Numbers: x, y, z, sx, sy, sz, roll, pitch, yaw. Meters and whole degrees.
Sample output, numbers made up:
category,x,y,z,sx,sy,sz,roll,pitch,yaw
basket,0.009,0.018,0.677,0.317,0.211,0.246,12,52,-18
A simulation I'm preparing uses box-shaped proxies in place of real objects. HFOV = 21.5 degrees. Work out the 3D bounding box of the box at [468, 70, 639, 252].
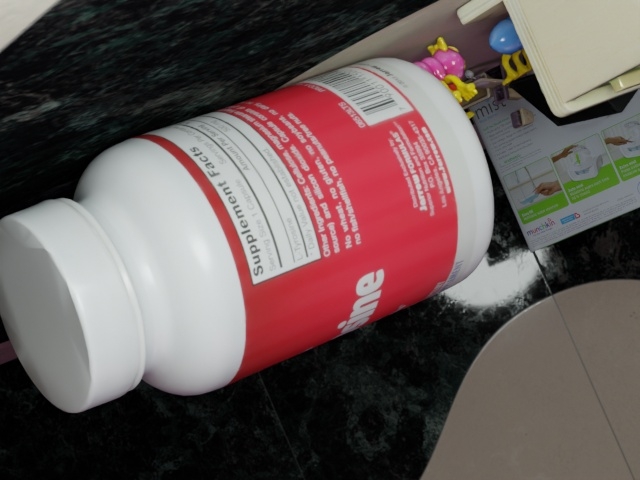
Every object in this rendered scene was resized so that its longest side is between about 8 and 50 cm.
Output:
category,x,y,z,sx,sy,sz,roll,pitch,yaw
box,0.361,-0.141,2.246,0.262,0.231,0.127,-26,175,38

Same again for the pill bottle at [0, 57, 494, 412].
category,x,y,z,sx,sy,sz,roll,pitch,yaw
pill bottle,-0.067,-0.003,1.477,0.408,0.229,0.229,-22,176,-30

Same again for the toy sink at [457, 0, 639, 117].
category,x,y,z,sx,sy,sz,roll,pitch,yaw
toy sink,0.259,-0.198,1.461,0.153,0.131,0.234,-20,176,-39

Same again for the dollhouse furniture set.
category,x,y,z,sx,sy,sz,roll,pitch,yaw
dollhouse furniture set,0.184,-0.166,2.026,0.081,0.091,0.114,-1,166,-38

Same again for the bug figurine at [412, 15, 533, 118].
category,x,y,z,sx,sy,sz,roll,pitch,yaw
bug figurine,0.124,-0.155,1.701,0.216,0.072,0.279,-29,176,-34

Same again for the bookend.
category,x,y,z,sx,sy,sz,roll,pitch,yaw
bookend,0.286,-0.202,1.687,0.157,0.072,0.156,-53,-169,-9
